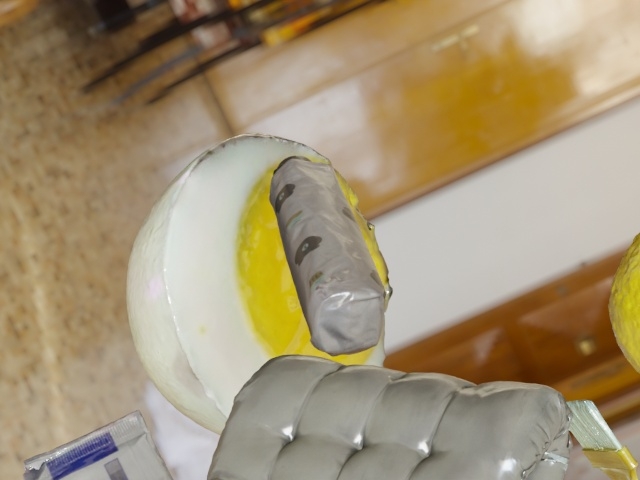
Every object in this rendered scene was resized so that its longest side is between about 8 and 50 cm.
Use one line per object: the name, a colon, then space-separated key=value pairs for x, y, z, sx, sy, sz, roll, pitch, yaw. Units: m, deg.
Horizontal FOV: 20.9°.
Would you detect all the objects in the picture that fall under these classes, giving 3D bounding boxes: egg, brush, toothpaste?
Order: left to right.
toothpaste: x=-0.148 y=0.244 z=1.355 sx=0.282 sy=0.099 sz=0.068 roll=54 pitch=-45 yaw=48
egg: x=-0.092 y=0.061 z=1.819 sx=0.337 sy=0.201 sz=0.337 roll=11 pitch=75 yaw=-44
brush: x=0.246 y=0.205 z=1.287 sx=0.218 sy=0.010 sz=0.082 roll=53 pitch=-13 yaw=-3

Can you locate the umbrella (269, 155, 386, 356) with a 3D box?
umbrella: x=0.000 y=0.000 z=1.503 sx=0.337 sy=0.067 sz=0.073 roll=-109 pitch=-147 yaw=-65

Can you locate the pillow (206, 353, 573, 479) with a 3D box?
pillow: x=0.001 y=0.214 z=1.014 sx=0.326 sy=0.228 sz=0.101 roll=-60 pitch=139 yaw=-32

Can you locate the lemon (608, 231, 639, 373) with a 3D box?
lemon: x=0.388 y=0.070 z=1.712 sx=0.231 sy=0.192 sz=0.192 roll=41 pitch=-6 yaw=35
